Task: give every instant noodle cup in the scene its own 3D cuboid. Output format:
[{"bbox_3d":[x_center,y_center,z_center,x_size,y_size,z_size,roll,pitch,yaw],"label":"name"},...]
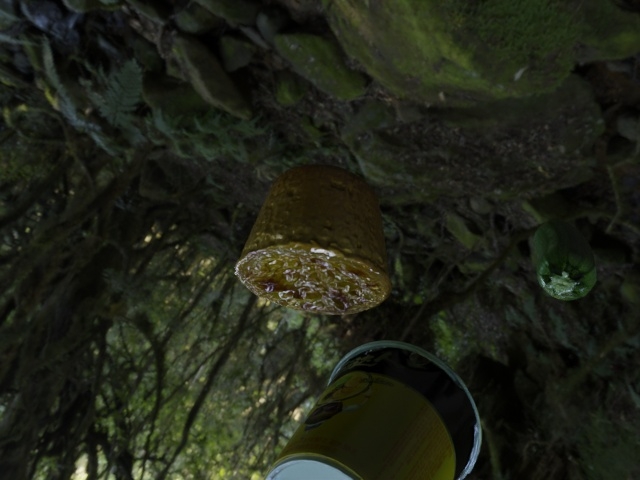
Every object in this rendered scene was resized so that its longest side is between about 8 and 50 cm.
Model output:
[{"bbox_3d":[0.053,0.251,0.655,0.215,0.216,0.236,31,-155,18],"label":"instant noodle cup"}]

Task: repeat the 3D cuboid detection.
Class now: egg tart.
[{"bbox_3d":[0.000,0.000,0.771,0.202,0.147,0.203,7,150,4],"label":"egg tart"}]

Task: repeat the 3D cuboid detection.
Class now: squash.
[{"bbox_3d":[0.330,0.025,0.792,0.077,0.068,0.219,26,-156,11],"label":"squash"}]
